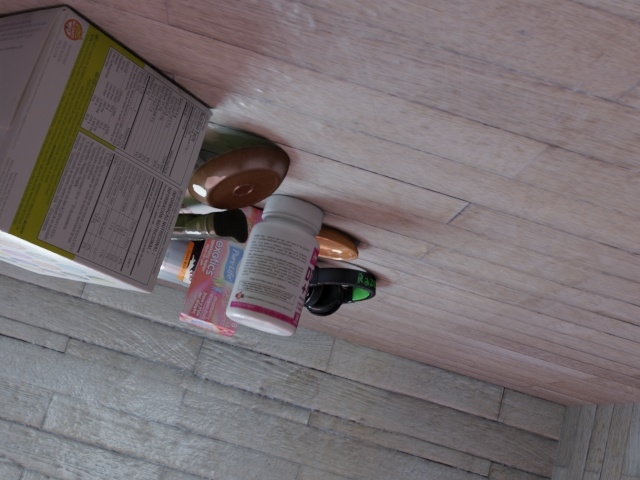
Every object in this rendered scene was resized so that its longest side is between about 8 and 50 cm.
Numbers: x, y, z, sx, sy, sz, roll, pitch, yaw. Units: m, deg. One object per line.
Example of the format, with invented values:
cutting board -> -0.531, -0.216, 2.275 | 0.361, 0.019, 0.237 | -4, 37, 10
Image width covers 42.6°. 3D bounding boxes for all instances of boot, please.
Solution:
boot -> -0.269, -0.025, 1.644 | 0.208, 0.076, 0.189 | -7, 170, 21

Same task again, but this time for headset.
headset -> -0.029, 0.113, 2.387 | 0.393, 0.185, 0.243 | -8, 160, 26

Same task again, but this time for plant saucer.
plant saucer -> 0.000, 0.000, 2.014 | 0.199, 0.037, 0.200 | 14, 166, 4
plant saucer -> -0.147, -0.107, 1.531 | 0.198, 0.036, 0.199 | -16, 157, -7

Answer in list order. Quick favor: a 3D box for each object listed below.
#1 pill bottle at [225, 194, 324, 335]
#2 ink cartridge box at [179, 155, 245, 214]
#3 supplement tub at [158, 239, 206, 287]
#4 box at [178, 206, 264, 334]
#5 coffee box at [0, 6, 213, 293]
pill bottle -> -0.094, 0.055, 1.810 | 0.160, 0.283, 0.160 | 15, 167, 4
ink cartridge box -> -0.349, -0.115, 1.672 | 0.353, 0.119, 0.207 | -6, 161, 14
supplement tub -> -0.277, 0.050, 2.209 | 0.315, 0.194, 0.193 | 17, 167, -8
box -> -0.225, 0.067, 1.979 | 0.142, 0.300, 0.154 | 20, 165, -6
coffee box -> -0.444, -0.133, 1.351 | 0.337, 0.338, 0.334 | 6, 164, 38
